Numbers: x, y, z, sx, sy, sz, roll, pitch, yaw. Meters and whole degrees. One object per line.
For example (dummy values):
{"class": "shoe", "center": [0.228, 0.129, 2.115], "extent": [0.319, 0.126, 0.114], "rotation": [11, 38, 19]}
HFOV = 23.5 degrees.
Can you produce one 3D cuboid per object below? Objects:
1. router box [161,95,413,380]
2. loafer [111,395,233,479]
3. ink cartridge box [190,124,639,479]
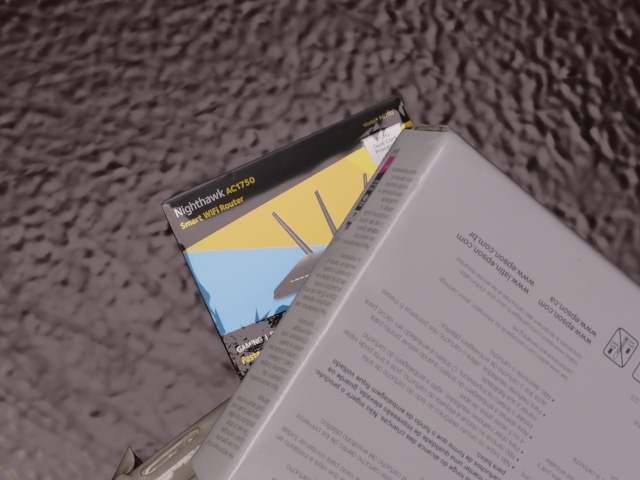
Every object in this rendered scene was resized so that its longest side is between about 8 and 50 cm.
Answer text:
{"class": "router box", "center": [0.000, 0.000, 1.044], "extent": [0.179, 0.046, 0.133], "rotation": [-25, 81, -4]}
{"class": "loafer", "center": [-0.103, 0.189, 0.990], "extent": [0.319, 0.112, 0.111], "rotation": [-32, 46, -5]}
{"class": "ink cartridge box", "center": [0.092, 0.154, 0.936], "extent": [0.324, 0.071, 0.330], "rotation": [38, 80, -24]}
